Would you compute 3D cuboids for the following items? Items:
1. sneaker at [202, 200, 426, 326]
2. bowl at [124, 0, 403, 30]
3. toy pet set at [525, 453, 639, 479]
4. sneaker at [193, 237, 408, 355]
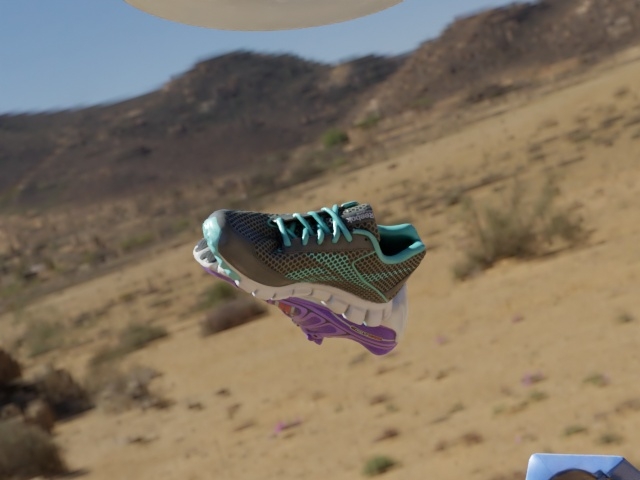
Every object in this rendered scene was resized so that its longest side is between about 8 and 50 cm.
[{"bbox_3d":[0.000,0.000,0.926,0.166,0.065,0.076,15,-52,-42],"label":"sneaker"},{"bbox_3d":[-0.043,-0.293,1.240,0.298,0.134,0.298,-4,-14,-1],"label":"bowl"},{"bbox_3d":[0.130,0.143,0.675,0.122,0.065,0.114,-42,-37,7],"label":"toy pet set"},{"bbox_3d":[-0.018,0.039,1.045,0.170,0.071,0.068,23,43,23],"label":"sneaker"}]
